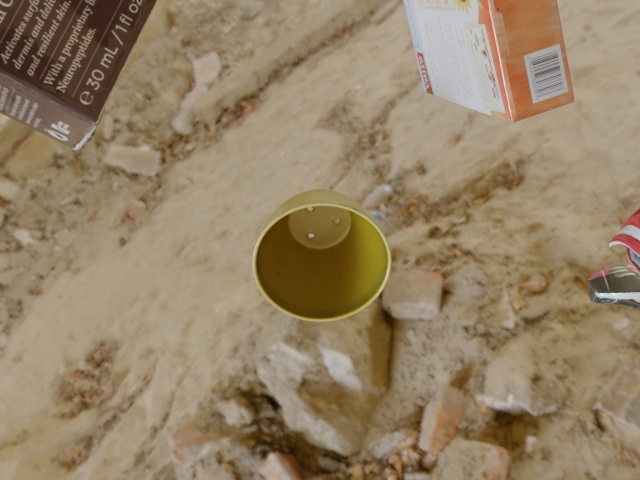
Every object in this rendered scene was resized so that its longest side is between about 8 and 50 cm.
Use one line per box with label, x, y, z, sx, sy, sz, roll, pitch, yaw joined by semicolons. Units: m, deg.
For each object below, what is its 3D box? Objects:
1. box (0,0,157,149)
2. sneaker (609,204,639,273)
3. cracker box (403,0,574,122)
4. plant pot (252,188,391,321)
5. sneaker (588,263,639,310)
box;-0.329;-0.253;0.718;0.143;0.381;0.191;-12;54;67
sneaker;0.206;-0.014;0.503;0.042;0.118;0.067;35;109;23
cracker box;0.149;-0.212;0.826;0.067;0.155;0.232;-19;20;-8
plant pot;0.000;0.000;0.871;0.134;0.134;0.095;-34;26;16
sneaker;0.463;0.081;1.185;0.178;0.077;0.072;-2;30;15
